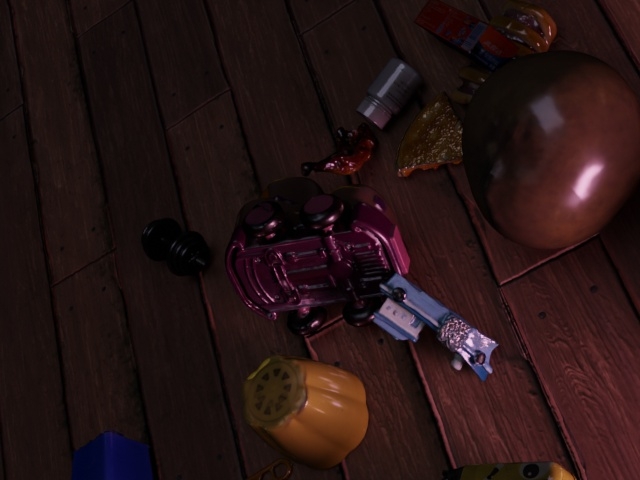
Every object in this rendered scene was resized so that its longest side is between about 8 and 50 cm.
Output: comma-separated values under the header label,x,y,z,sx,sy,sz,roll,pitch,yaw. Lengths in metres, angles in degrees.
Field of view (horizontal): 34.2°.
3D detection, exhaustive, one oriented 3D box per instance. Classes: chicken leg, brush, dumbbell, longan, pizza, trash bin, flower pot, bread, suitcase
label,x,y,z,sx,sy,sz,roll,pitch,yaw
chicken leg,0.044,-0.165,1.996,0.089,0.048,0.219,28,45,14
brush,-0.180,0.483,1.909,0.314,0.017,0.090,-32,54,15
dumbbell,-0.302,0.014,2.157,0.208,0.099,0.099,27,84,38
longan,0.375,-0.147,1.683,0.319,0.319,0.318,-14,61,27
pizza,0.236,-0.194,1.955,0.176,0.036,0.184,13,74,34
trash bin,-0.396,0.488,1.939,0.162,0.184,0.234,-33,47,26
flower pot,-0.037,0.286,1.808,0.195,0.179,0.195,-13,62,25
bread,0.339,-0.339,1.930,0.134,0.081,0.225,28,85,37
suitcase,0.285,0.438,1.541,0.235,0.143,0.193,-13,46,40

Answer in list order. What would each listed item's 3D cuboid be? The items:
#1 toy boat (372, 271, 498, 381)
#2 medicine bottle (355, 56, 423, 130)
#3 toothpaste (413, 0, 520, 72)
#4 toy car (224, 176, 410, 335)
label,x,y,z,sx,sy,sz,roll,pitch,yaw
toy boat,0.189,0.153,1.746,0.238,0.109,0.098,35,95,6
medicine bottle,0.133,-0.286,2.035,0.130,0.080,0.080,-52,52,2
toothpaste,0.262,-0.380,1.910,0.066,0.076,0.320,-54,23,11
toy car,0.000,0.000,1.899,0.341,0.271,0.240,-8,36,21
